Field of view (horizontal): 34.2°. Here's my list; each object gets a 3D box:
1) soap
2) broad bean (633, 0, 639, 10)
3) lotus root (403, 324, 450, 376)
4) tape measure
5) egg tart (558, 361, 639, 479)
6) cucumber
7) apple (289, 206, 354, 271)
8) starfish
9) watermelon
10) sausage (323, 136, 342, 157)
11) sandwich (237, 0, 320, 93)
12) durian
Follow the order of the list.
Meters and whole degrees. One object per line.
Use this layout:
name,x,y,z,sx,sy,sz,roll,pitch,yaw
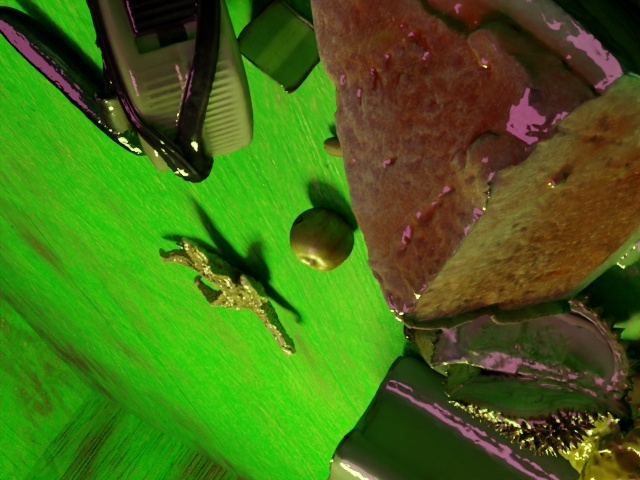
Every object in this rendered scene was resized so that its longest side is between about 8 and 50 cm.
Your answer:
soap,0.238,0.402,1.584,0.435,0.213,0.350,32,159,10
broad bean,0.262,-0.138,0.555,0.263,0.121,0.189,41,157,-19
lotus root,0.180,0.132,1.277,0.192,0.088,0.113,16,158,41
tape measure,-0.146,-0.187,0.916,0.271,0.132,0.231,90,162,-61
egg tart,0.413,0.261,1.119,0.351,0.153,0.339,33,155,4
cucumber,-0.319,-0.208,1.360,0.284,0.056,0.056,44,157,-28
apple,0.000,0.000,1.287,0.084,0.071,0.084,30,158,14
starfish,-0.149,0.064,1.654,0.299,0.060,0.302,38,165,11
watermelon,0.163,-0.078,0.698,0.222,0.292,0.319,-1,98,47
sausage,0.048,-0.096,1.083,0.132,0.024,0.024,7,145,48
sandwich,-0.052,-0.170,1.010,0.074,0.074,0.116,39,158,-7
durian,0.247,0.127,1.084,0.237,0.194,0.137,33,-157,36
